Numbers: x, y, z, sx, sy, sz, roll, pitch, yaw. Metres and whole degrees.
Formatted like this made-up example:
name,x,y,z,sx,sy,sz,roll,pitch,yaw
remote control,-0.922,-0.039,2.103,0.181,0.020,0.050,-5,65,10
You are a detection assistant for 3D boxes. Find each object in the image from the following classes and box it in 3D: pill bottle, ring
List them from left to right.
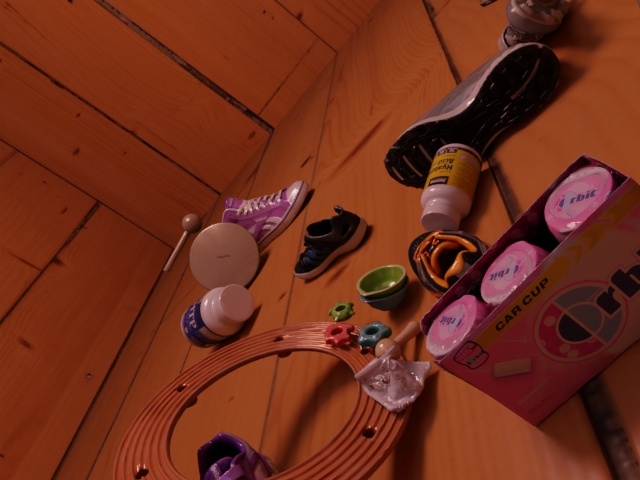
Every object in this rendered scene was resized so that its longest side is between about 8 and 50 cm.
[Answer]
name,x,y,z,sx,sy,sz,roll,pitch,yaw
pill bottle,-0.230,0.168,1.197,0.187,0.112,0.112,-35,26,46
ring,-0.061,0.196,0.595,0.337,0.032,0.336,-16,21,6
pill bottle,0.167,-0.065,0.688,0.065,0.065,0.116,-30,31,52

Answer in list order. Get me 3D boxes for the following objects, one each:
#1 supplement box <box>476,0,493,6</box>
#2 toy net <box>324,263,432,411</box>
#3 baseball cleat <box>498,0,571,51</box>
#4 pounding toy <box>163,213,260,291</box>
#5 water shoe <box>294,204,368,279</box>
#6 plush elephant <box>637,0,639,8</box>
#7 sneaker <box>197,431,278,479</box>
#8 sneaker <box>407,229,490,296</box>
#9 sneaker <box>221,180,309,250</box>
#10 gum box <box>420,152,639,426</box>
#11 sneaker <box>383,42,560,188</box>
name,x,y,z,sx,sy,sz,roll,pitch,yaw
supplement box,0.340,-0.542,1.079,0.083,0.083,0.056,-57,17,-2
toy net,0.057,0.107,0.614,0.122,0.045,0.232,-18,22,9
baseball cleat,0.291,-0.299,0.749,0.206,0.072,0.109,-33,-12,-45
pounding toy,-0.264,0.041,1.399,0.110,0.237,0.182,44,-115,-82
water shoe,0.000,0.000,0.967,0.203,0.080,0.072,-38,24,41
plush elephant,0.385,-0.395,0.407,0.330,0.272,0.255,-20,56,20
sneaker,-0.081,0.289,0.566,0.095,0.104,0.236,-34,24,-12
sneaker,0.141,0.021,0.575,0.084,0.083,0.215,-56,17,1
sneaker,-0.163,-0.083,1.403,0.282,0.161,0.102,-43,20,27
gum box,0.176,0.045,0.401,0.188,0.107,0.062,-50,19,16
sneaker,0.208,-0.171,0.753,0.272,0.100,0.108,-37,15,28
